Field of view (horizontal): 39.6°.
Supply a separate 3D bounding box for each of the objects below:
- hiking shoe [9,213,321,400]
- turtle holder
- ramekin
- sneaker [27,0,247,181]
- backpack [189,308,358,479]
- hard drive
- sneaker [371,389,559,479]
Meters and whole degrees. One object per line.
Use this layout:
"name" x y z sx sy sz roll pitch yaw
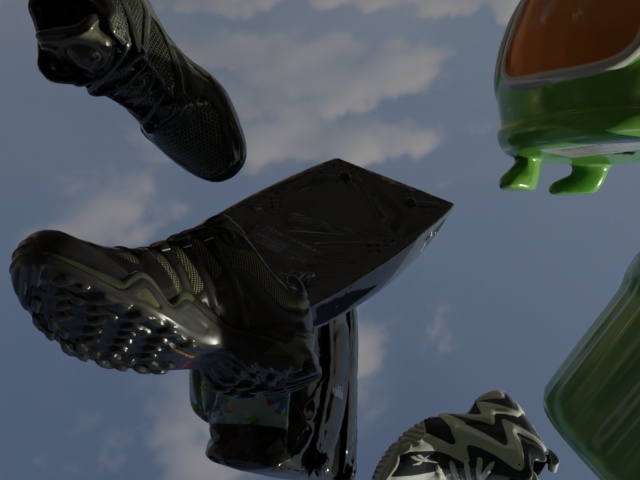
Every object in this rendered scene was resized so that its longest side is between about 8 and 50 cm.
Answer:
"hiking shoe" -0.099 0.031 0.607 0.086 0.227 0.114 -34 -137 38
"turtle holder" 0.325 -0.168 0.898 0.320 0.227 0.243 -2 178 -22
"ramekin" 0.313 0.159 0.667 0.148 0.303 0.303 -50 -134 7
"sneaker" -0.151 -0.127 0.715 0.087 0.227 0.130 -25 -160 23
"backpack" -0.056 0.137 1.240 0.273 0.290 0.356 8 -102 26
"hard drive" 0.000 0.000 0.869 0.172 0.054 0.254 24 -144 29
"sneaker" 0.188 0.286 1.076 0.235 0.094 0.153 -15 -141 -32
